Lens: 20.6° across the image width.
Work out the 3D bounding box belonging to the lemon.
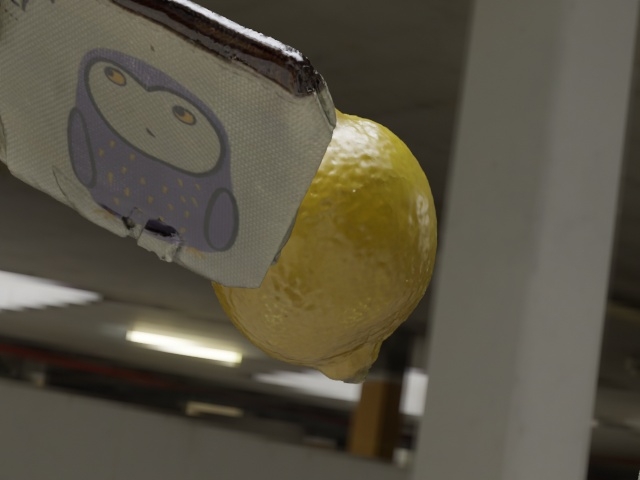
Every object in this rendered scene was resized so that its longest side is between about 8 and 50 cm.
[{"bbox_3d":[0.000,0.000,1.367,0.187,0.244,0.187,-8,28,4],"label":"lemon"}]

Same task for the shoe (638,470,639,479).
[{"bbox_3d":[0.165,0.137,0.741,0.095,0.110,0.265,22,20,19],"label":"shoe"}]

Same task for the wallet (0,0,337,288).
[{"bbox_3d":[-0.140,-0.097,1.084,0.335,0.068,0.275,30,-28,16],"label":"wallet"}]
